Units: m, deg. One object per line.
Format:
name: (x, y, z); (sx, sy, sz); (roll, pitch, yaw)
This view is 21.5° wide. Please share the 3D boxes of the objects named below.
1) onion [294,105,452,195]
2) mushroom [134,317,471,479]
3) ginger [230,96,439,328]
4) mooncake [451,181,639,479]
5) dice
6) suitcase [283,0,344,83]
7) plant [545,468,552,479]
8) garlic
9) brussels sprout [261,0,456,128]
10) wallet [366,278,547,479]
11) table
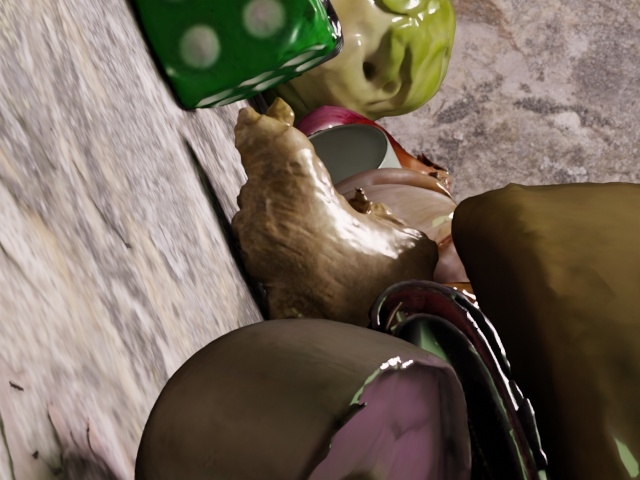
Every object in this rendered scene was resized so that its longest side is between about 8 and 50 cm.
onion: (0.059, -0.040, 1.741); (0.230, 0.163, 0.230); (52, 20, -28)
mushroom: (-0.011, 0.104, 0.631); (0.117, 0.141, 0.188); (28, -34, 38)
ginger: (-0.001, 0.004, 1.222); (0.213, 0.074, 0.137); (45, 57, -25)
mooncake: (0.238, 0.160, 1.241); (0.394, 0.246, 0.393); (93, -10, -55)
dice: (-0.064, -0.174, 1.274); (0.131, 0.128, 0.120); (-23, 89, -86)
suitcase: (-0.093, -0.297, 1.555); (0.202, 0.128, 0.312); (43, 23, -77)
plant: (0.067, 0.146, 1.105); (0.256, 0.142, 0.164); (90, -22, -75)
garlic: (0.048, 0.034, 1.371); (0.160, 0.191, 0.214); (41, 19, -3)
brussels sprout: (0.009, -0.257, 1.852); (0.328, 0.247, 0.328); (49, 0, 0)
wallet: (0.051, 0.181, 0.787); (0.221, 0.071, 0.262); (116, -39, -54)
table: (0.047, 0.013, 1.566); (0.126, 0.126, 0.220); (-107, 171, -56)
